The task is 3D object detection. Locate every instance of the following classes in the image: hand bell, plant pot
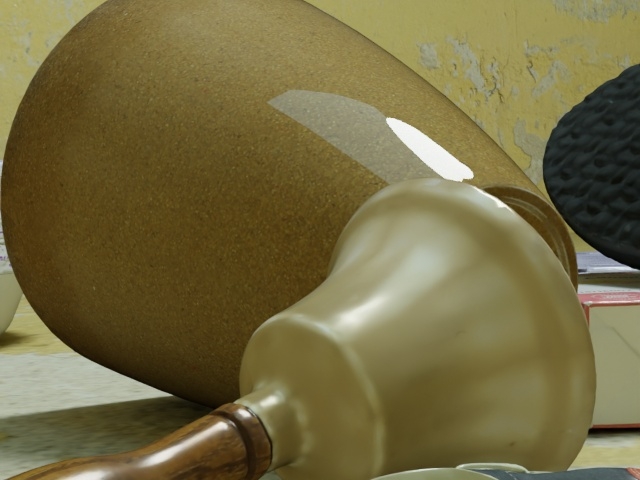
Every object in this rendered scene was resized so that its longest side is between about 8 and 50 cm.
[{"bbox_3d":[-0.033,0.069,0.442,0.242,0.126,0.126,-21,15,-42],"label":"hand bell"},{"bbox_3d":[0.000,0.000,0.703,0.237,0.237,0.254,-3,18,-35],"label":"plant pot"}]

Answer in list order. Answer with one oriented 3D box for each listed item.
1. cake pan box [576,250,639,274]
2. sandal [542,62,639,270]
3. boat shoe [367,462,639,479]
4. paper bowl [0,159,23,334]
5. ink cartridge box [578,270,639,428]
[{"bbox_3d":[0.229,0.043,1.060,0.266,0.070,0.246,-1,0,9],"label":"cake pan box"},{"bbox_3d":[0.310,-0.035,0.697,0.445,0.168,0.107,-3,-43,42],"label":"sandal"},{"bbox_3d":[0.047,0.082,0.376,0.137,0.049,0.043,0,-2,-27],"label":"boat shoe"},{"bbox_3d":[-0.352,0.011,1.130,0.284,0.148,0.284,-1,3,0],"label":"paper bowl"},{"bbox_3d":[0.168,0.054,0.772,0.115,0.067,0.198,-1,2,-8],"label":"ink cartridge box"}]
